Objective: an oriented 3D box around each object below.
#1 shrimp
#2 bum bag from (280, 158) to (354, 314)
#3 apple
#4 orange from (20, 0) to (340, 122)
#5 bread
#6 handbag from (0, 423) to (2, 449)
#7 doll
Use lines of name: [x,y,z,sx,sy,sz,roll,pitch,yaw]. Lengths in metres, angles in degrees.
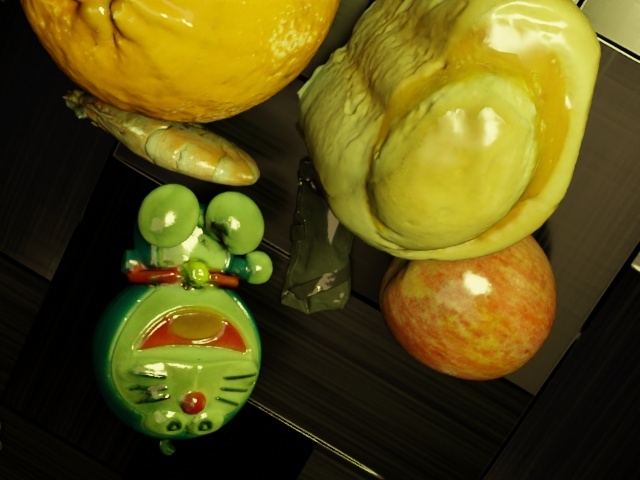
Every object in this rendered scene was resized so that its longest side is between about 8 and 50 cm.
shrimp: [-0.171,-0.127,1.120,0.254,0.145,0.059,28,109,30]
bum bag: [0.000,0.000,1.159,0.087,0.049,0.198,12,108,14]
apple: [0.163,0.057,1.067,0.174,0.188,0.188,31,110,-9]
orange: [-0.147,-0.278,0.971,0.340,0.293,0.341,11,118,21]
bread: [0.138,-0.124,0.952,0.210,0.341,0.300,30,106,-22]
handbag: [-0.498,0.264,1.343,0.111,0.047,0.072,12,113,9]
doll: [-0.161,0.095,1.155,0.198,0.186,0.322,11,91,-22]
